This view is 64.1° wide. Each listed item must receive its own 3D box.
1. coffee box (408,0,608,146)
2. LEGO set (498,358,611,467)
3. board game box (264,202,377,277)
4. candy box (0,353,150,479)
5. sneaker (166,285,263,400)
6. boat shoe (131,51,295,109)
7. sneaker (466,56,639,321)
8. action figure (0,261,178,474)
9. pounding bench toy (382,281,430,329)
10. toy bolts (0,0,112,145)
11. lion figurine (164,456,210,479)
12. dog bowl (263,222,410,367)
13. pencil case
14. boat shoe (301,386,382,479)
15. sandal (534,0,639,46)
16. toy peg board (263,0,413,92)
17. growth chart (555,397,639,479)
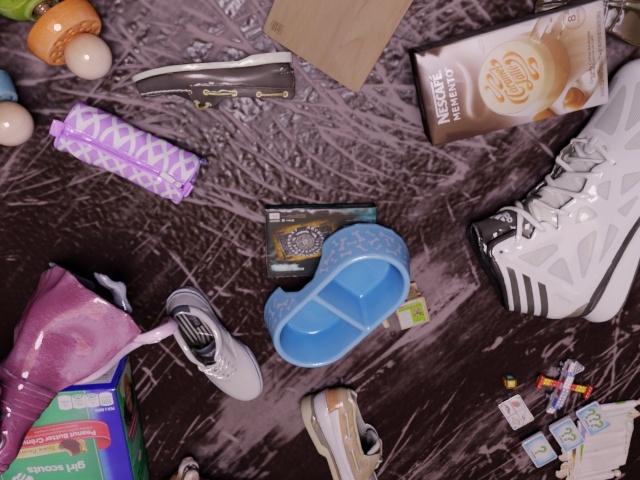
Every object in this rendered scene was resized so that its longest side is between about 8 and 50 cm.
[{"bbox_3d":[0.265,-0.239,0.740,0.247,0.098,0.141,-14,112,10],"label":"coffee box"},{"bbox_3d":[0.475,0.349,1.042,0.183,0.060,0.244,-33,105,8],"label":"LEGO set"},{"bbox_3d":[0.000,0.000,0.868,0.186,0.026,0.126,-1,113,-6],"label":"board game box"},{"bbox_3d":[-0.467,0.370,0.919,0.268,0.122,0.317,-3,114,-5],"label":"candy box"},{"bbox_3d":[-0.188,0.201,0.895,0.094,0.091,0.258,-31,112,7],"label":"sneaker"},{"bbox_3d":[-0.149,-0.222,0.731,0.228,0.081,0.068,-9,109,-5],"label":"boat shoe"},{"bbox_3d":[0.386,-0.061,0.808,0.258,0.169,0.447,0,115,-8],"label":"sneaker"},{"bbox_3d":[-0.431,0.217,0.749,0.276,0.248,0.370,33,64,-15],"label":"action figure"},{"bbox_3d":[0.141,0.118,0.911,0.083,0.065,0.052,-18,114,1],"label":"pounding bench toy"},{"bbox_3d":[-0.399,-0.228,0.638,0.228,0.218,0.158,-38,98,17],"label":"toy bolts"},{"bbox_3d":[-0.119,0.552,1.012,0.392,0.240,0.142,29,68,-28],"label":"lion figurine"},{"bbox_3d":[0.030,0.104,0.866,0.166,0.074,0.297,36,111,-25],"label":"dog bowl"},{"bbox_3d":[-0.278,-0.124,0.754,0.206,0.088,0.086,24,115,-14],"label":"pencil case"},{"bbox_3d":[0.071,0.418,1.002,0.103,0.113,0.302,-23,112,10],"label":"boat shoe"},{"bbox_3d":[0.429,-0.338,0.763,0.220,0.060,0.089,5,114,8],"label":"sandal"},{"bbox_3d":[0.031,-0.323,0.702,0.161,0.079,0.161,33,130,-3],"label":"toy peg board"},{"bbox_3d":[0.607,0.448,1.122,0.172,0.021,0.237,-2,112,-5],"label":"growth chart"}]
